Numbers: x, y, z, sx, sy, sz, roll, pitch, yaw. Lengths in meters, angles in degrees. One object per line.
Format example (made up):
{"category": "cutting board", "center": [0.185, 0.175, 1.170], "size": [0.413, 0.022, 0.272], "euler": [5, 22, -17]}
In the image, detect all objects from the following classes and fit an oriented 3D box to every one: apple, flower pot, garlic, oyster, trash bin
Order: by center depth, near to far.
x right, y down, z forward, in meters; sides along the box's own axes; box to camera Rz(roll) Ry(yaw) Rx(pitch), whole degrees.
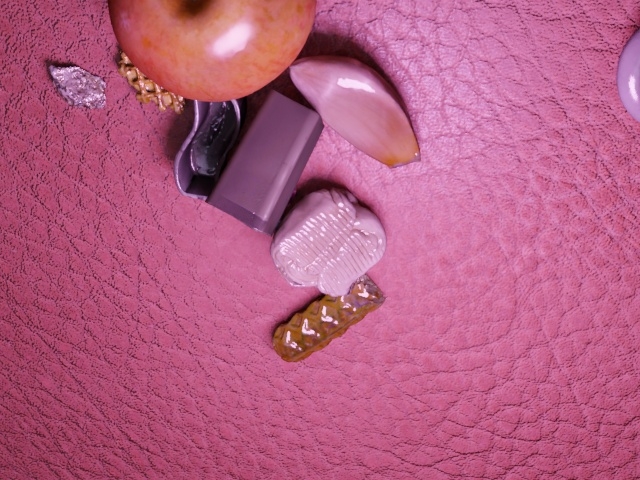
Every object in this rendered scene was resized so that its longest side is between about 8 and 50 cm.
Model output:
{"category": "apple", "center": [-0.181, -0.409, 1.626], "size": [0.363, 0.364, 0.364], "euler": [2, 116, 4]}
{"category": "trash bin", "center": [-0.097, -0.142, 1.802], "size": [0.122, 0.164, 0.241], "euler": [28, 91, 5]}
{"category": "garlic", "center": [0.079, -0.251, 1.813], "size": [0.143, 0.112, 0.318], "euler": [-31, 117, 33]}
{"category": "flower pot", "center": [-0.210, -0.198, 1.864], "size": [0.103, 0.108, 0.229], "euler": [18, 115, -4]}
{"category": "oyster", "center": [-0.468, -0.296, 1.875], "size": [0.100, 0.037, 0.098], "euler": [-4, 116, 7]}

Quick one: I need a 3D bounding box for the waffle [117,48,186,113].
{"category": "waffle", "center": [-0.303, -0.345, 1.834], "size": [0.160, 0.046, 0.192], "euler": [27, 113, -5]}

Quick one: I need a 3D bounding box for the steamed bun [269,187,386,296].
{"category": "steamed bun", "center": [0.002, 0.001, 1.930], "size": [0.218, 0.144, 0.211], "euler": [-49, 117, -6]}

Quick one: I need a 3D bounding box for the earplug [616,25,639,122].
{"category": "earplug", "center": [0.689, -0.305, 1.702], "size": [0.325, 0.175, 0.214], "euler": [-7, 113, 20]}

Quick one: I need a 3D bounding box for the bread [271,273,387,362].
{"category": "bread", "center": [0.010, 0.167, 2.038], "size": [0.269, 0.098, 0.087], "euler": [-37, 69, 20]}

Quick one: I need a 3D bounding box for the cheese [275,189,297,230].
{"category": "cheese", "center": [-0.096, -0.083, 1.951], "size": [0.095, 0.038, 0.145], "euler": [7, 123, 3]}
